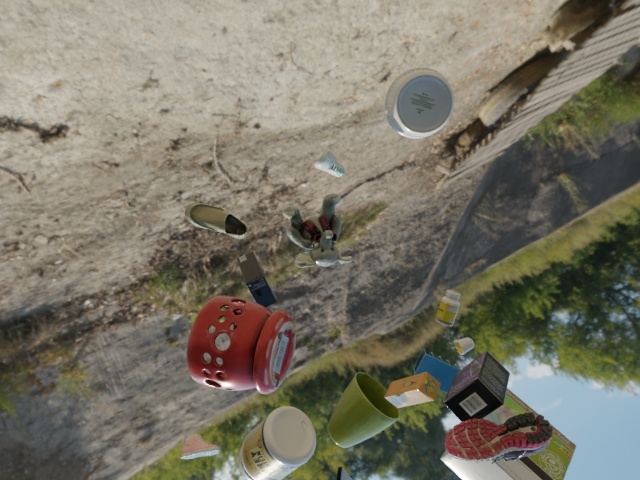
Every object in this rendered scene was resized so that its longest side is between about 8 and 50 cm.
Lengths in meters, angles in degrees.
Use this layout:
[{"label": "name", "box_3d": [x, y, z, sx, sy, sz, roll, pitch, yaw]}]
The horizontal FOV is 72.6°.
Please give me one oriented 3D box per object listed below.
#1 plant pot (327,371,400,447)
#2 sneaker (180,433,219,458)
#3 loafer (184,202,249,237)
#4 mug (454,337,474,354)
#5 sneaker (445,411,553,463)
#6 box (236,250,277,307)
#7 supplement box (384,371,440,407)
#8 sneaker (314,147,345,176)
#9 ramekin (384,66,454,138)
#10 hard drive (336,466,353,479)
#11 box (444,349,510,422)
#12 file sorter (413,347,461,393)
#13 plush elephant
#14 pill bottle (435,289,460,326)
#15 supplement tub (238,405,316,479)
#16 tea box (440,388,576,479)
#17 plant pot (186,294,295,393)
[{"label": "plant pot", "box_3d": [0.178, 0.835, 2.072, 0.293, 0.275, 0.274, -50, 165, 11]}, {"label": "sneaker", "box_3d": [-0.372, 0.631, 1.352, 0.134, 0.070, 0.051, -18, 137, 18]}, {"label": "loafer", "box_3d": [-0.398, -0.082, 1.718, 0.268, 0.102, 0.092, 19, 168, -24]}, {"label": "mug", "box_3d": [0.599, 0.432, 1.814, 0.064, 0.062, 0.078, -20, -166, -9]}, {"label": "sneaker", "box_3d": [0.512, 0.589, 1.253, 0.299, 0.112, 0.121, -8, -145, 5]}, {"label": "box", "box_3d": [-0.328, 0.201, 2.231, 0.103, 0.184, 0.261, -24, -146, -8]}, {"label": "supplement box", "box_3d": [0.333, 0.551, 1.595, 0.078, 0.080, 0.233, -52, -179, -35]}, {"label": "sneaker", "box_3d": [0.045, -0.264, 1.542, 0.080, 0.094, 0.212, -50, 172, 13]}, {"label": "ramekin", "box_3d": [0.389, -0.527, 1.685, 0.272, 0.273, 0.127, -30, -164, 11]}, {"label": "hard drive", "box_3d": [0.102, 0.999, 1.767, 0.022, 0.135, 0.094, -19, -150, 22]}, {"label": "box", "box_3d": [0.507, 0.473, 1.402, 0.153, 0.108, 0.207, -50, 167, 26]}, {"label": "file sorter", "box_3d": [0.511, 0.572, 1.931, 0.104, 0.170, 0.118, -42, 157, -81]}, {"label": "plush elephant", "box_3d": [0.000, 0.000, 1.911, 0.271, 0.255, 0.330, -13, 126, -21]}, {"label": "pill bottle", "box_3d": [0.449, 0.235, 1.523, 0.065, 0.065, 0.116, -6, 114, -65]}, {"label": "supplement tub", "box_3d": [-0.184, 0.843, 1.775, 0.228, 0.228, 0.316, -16, 152, -49]}, {"label": "tea box", "box_3d": [0.694, 0.786, 1.616, 0.323, 0.329, 0.220, -31, 151, -42]}, {"label": "plant pot", "box_3d": [-0.153, 0.221, 0.910, 0.174, 0.191, 0.191, 8, 180, 17]}]
